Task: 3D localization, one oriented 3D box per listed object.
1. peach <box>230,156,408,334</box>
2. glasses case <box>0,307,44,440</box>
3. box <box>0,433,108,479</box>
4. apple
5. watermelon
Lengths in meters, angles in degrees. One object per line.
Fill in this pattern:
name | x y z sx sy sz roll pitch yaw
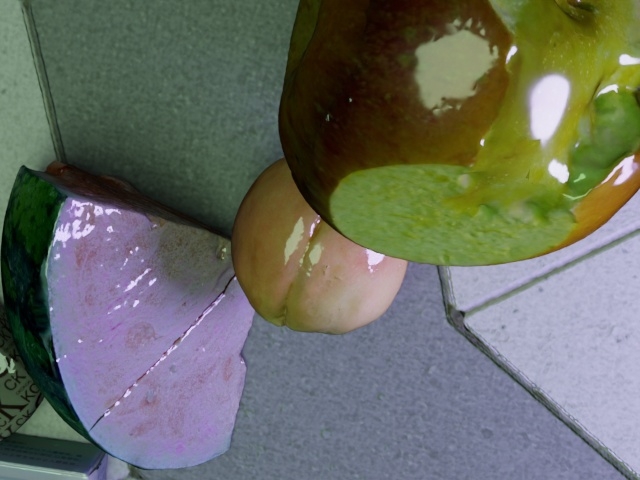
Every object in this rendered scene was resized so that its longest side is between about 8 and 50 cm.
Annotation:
peach | 0.000 0.000 1.765 0.184 0.184 0.184 3 108 9
glasses case | -0.441 0.070 1.908 0.354 0.085 0.137 44 112 -5
box | -0.371 0.278 1.964 0.269 0.079 0.135 7 109 8
apple | 0.144 -0.144 1.579 0.374 0.384 0.374 -1 96 -8
watermelon | -0.235 0.066 1.846 0.222 0.319 0.292 27 107 38
